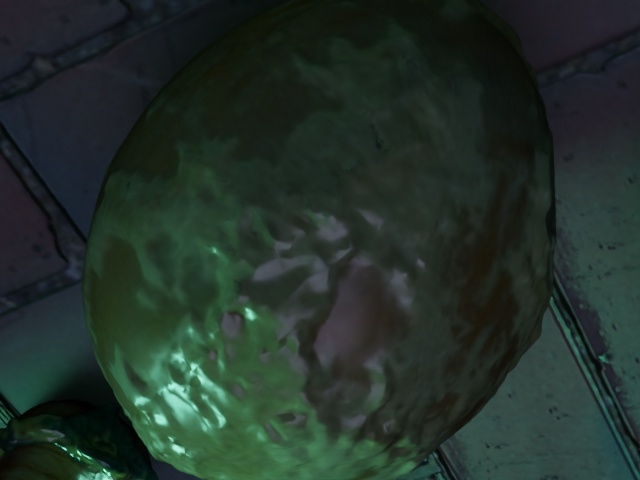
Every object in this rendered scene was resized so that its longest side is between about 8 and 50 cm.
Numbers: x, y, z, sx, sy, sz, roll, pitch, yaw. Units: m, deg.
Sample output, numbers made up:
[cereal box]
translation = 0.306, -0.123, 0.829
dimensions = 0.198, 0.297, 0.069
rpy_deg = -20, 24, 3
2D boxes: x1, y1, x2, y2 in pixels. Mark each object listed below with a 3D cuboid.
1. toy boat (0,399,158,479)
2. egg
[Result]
[toy boat]
translation = -0.202, 0.202, 0.718
dimensions = 0.108, 0.099, 0.293
rpy_deg = 31, 113, -17
[egg]
translation = 0.000, 0.000, 0.510
dimensions = 0.203, 0.203, 0.245
rpy_deg = 26, 108, -15
